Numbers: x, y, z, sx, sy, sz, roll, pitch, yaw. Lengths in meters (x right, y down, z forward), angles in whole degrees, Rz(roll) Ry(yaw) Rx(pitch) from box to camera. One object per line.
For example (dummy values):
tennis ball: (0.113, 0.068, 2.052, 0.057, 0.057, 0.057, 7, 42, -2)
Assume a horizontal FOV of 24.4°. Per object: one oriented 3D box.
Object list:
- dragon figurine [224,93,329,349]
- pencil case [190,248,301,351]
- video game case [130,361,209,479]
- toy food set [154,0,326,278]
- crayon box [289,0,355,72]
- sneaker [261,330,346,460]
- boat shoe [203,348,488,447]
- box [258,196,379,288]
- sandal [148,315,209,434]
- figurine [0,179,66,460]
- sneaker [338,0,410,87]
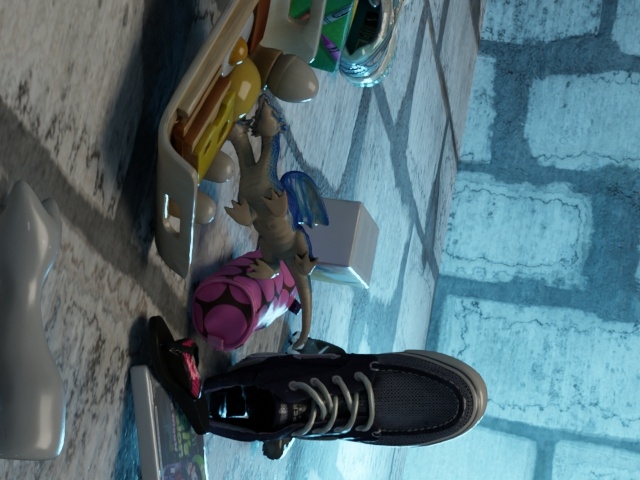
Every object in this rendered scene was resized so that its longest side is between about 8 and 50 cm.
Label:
dragon figurine: (-0.044, -0.027, 1.691, 0.144, 0.085, 0.289, -77, 146, -59)
pencil case: (-0.089, 0.073, 1.766, 0.098, 0.095, 0.209, -64, 169, 13)
video game case: (-0.156, 0.222, 1.586, 0.173, 0.022, 0.190, 4, 79, -78)
toy food set: (-0.072, -0.133, 1.482, 0.220, 0.092, 0.306, 104, 12, -63)
crayon box: (0.025, -0.380, 1.929, 0.165, 0.081, 0.278, 105, 0, -59)
sneaker: (-0.017, 0.224, 2.140, 0.234, 0.106, 0.078, -69, 161, -48)
boat shoe: (0.021, 0.202, 1.794, 0.158, 0.340, 0.127, -17, 103, -66)
box: (0.000, 0.000, 2.020, 0.170, 0.130, 0.091, 46, 53, -74)
sandal: (-0.139, 0.138, 1.561, 0.179, 0.040, 0.067, 66, 17, -45)
figurine: (-0.240, 0.052, 1.062, 0.215, 0.092, 0.210, 31, 64, -78)
sneaker: (0.084, -0.378, 2.229, 0.122, 0.110, 0.283, 32, 66, -73)
